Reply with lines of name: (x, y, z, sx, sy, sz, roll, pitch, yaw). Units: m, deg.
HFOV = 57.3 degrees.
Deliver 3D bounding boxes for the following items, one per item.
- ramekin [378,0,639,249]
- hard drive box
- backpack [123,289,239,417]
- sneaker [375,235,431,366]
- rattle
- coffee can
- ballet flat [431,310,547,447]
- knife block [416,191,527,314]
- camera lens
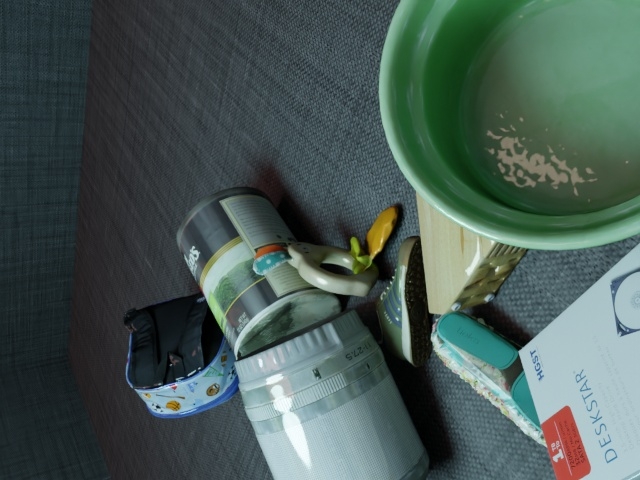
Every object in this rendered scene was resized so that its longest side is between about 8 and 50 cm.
ramekin: (0.220, -0.140, 0.523, 0.304, 0.148, 0.303, -2, 86, 30)
hard drive box: (0.303, 0.121, 0.524, 0.181, 0.089, 0.232, -92, 23, -46)
backpack: (-0.279, 0.242, 1.229, 0.263, 0.277, 0.213, -94, -19, -61)
sneaker: (0.113, 0.084, 0.859, 0.086, 0.064, 0.192, 11, 108, 48)
rattle: (0.000, 0.000, 0.900, 0.200, 0.130, 0.142, 21, 131, 12)
coffee can: (-0.115, 0.065, 1.057, 0.275, 0.202, 0.201, 54, 136, 34)
ballet flat: (0.234, 0.172, 0.707, 0.241, 0.091, 0.077, 43, 162, 37)
knife block: (0.169, -0.080, 0.735, 0.242, 0.088, 0.275, 55, 136, 34)
camera lens: (0.016, 0.265, 0.865, 0.219, 0.219, 0.274, -31, 82, 52)
